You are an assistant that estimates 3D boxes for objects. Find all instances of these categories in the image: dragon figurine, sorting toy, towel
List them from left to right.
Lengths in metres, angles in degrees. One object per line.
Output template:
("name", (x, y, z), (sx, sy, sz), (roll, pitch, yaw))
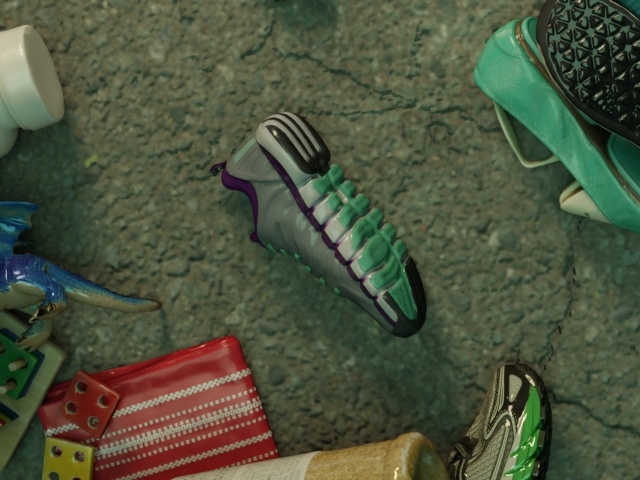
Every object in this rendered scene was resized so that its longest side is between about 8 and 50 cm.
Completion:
("sorting toy", (-0.306, 0.126, 1.493), (0.274, 0.046, 0.132), (34, 108, 10))
("dragon figurine", (-0.279, 0.018, 1.444), (0.289, 0.085, 0.144), (-8, 67, -19))
("towel", (-0.122, 0.236, 1.520), (0.199, 0.031, 0.274), (-18, 97, 8))

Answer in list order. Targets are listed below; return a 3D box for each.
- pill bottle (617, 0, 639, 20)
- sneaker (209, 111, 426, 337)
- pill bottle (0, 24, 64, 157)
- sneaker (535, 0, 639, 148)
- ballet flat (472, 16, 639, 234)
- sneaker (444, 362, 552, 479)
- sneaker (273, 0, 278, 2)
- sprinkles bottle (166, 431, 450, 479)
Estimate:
("pill bottle", (0.304, -0.230, 1.347), (0.264, 0.146, 0.146), (43, 100, -1))
("sneaker", (0.000, 0.000, 1.460), (0.098, 0.083, 0.223), (-35, 89, 30))
("pill bottle", (-0.332, -0.113, 1.444), (0.208, 0.117, 0.117), (-17, 97, 8))
("sneaker", (0.261, -0.118, 1.388), (0.235, 0.097, 0.084), (41, 97, -14))
("ballet flat", (0.219, -0.075, 1.423), (0.247, 0.083, 0.087), (49, 124, -3))
("sneaker", (0.091, 0.254, 1.446), (0.146, 0.134, 0.343), (29, 94, 9))
("sneaker", (-0.043, -0.250, 1.433), (0.069, 0.038, 0.098), (-20, 96, 8))
("sprinkles bottle", (-0.070, 0.245, 1.400), (0.355, 0.121, 0.121), (-13, 97, 22))
